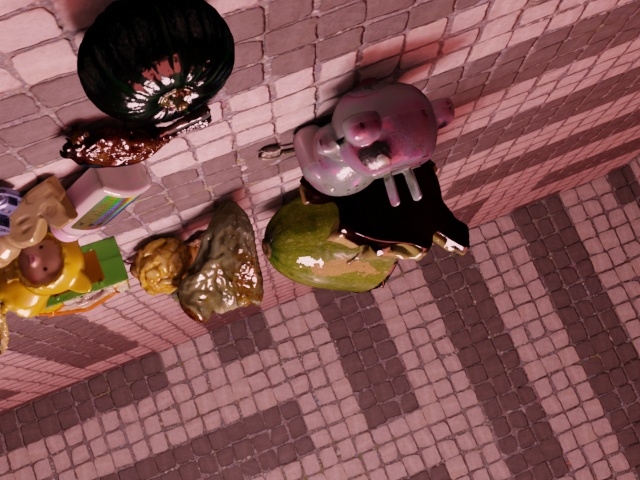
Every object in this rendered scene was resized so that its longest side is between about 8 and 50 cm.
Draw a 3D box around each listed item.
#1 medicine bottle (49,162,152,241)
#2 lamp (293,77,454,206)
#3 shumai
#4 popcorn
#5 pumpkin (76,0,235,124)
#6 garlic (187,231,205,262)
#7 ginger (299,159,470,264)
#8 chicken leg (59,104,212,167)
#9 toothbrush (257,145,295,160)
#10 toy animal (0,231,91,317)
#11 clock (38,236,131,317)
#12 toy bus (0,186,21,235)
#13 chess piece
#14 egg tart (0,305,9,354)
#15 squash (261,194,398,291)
[{"bbox_3d":[-0.409,-0.068,1.416,0.219,0.078,0.115,-31,168,37],"label":"medicine bottle"},{"bbox_3d":[0.096,-0.171,1.516,0.247,0.247,0.301,-11,172,-33],"label":"lamp"},{"bbox_3d":[-0.249,0.048,1.828,0.204,0.271,0.222,-9,-176,-16],"label":"shumai"},{"bbox_3d":[-0.381,0.069,1.942,0.164,0.140,0.194,-8,164,-33],"label":"popcorn"},{"bbox_3d":[-0.201,-0.222,0.977,0.202,0.140,0.202,-23,171,-4],"label":"pumpkin"},{"bbox_3d":[-0.294,0.021,2.029,0.113,0.094,0.074,-34,-155,25],"label":"garlic"},{"bbox_3d":[0.145,-0.044,1.812,0.414,0.358,0.211,-9,143,-31],"label":"ginger"},{"bbox_3d":[-0.294,-0.167,1.271,0.253,0.051,0.106,-20,163,-27],"label":"chicken leg"},{"bbox_3d":[-0.001,-0.208,1.674,0.294,0.026,0.028,-15,151,-30],"label":"toothbrush"},{"bbox_3d":[-0.568,0.070,1.575,0.230,0.156,0.156,-25,168,19],"label":"toy animal"},{"bbox_3d":[-0.561,0.106,1.841,0.220,0.106,0.255,-19,168,-14],"label":"clock"},{"bbox_3d":[-0.572,-0.029,1.298,0.168,0.076,0.073,-24,169,8],"label":"toy bus"},{"bbox_3d":[-0.513,-0.032,1.368,0.200,0.090,0.090,-29,166,22],"label":"chess piece"},{"bbox_3d":[-0.676,0.131,1.490,0.090,0.212,0.213,-27,175,-43],"label":"egg tart"},{"bbox_3d":[0.001,-0.024,2.018,0.309,0.310,0.310,9,151,-35],"label":"squash"}]
